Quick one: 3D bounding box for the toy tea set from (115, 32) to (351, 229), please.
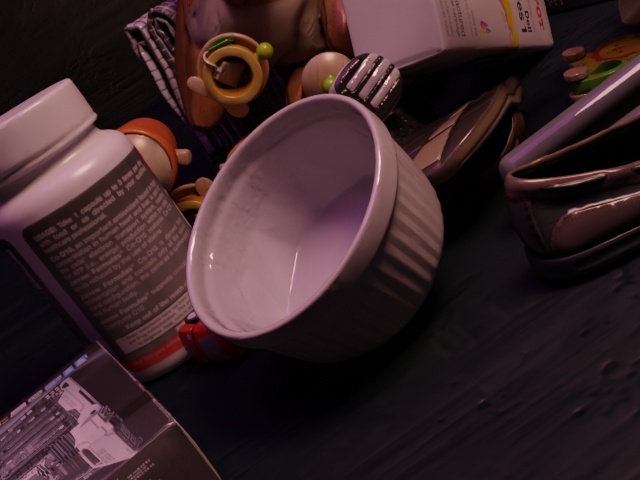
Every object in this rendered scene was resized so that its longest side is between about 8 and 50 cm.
[{"bbox_3d":[-0.109,-0.115,0.948,0.336,0.200,0.124,-40,20,16],"label":"toy tea set"}]

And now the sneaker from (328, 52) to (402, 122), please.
[{"bbox_3d":[-0.002,-0.083,0.859,0.228,0.086,0.132,-49,1,-9],"label":"sneaker"}]

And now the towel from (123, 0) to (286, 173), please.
[{"bbox_3d":[-0.156,-0.273,1.329,0.121,0.283,0.235,-21,22,30],"label":"towel"}]

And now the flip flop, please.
[{"bbox_3d":[0.152,-0.095,0.800,0.112,0.080,0.277,-26,6,28],"label":"flip flop"}]

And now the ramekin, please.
[{"bbox_3d":[0.000,0.000,0.652,0.207,0.109,0.207,-27,47,33],"label":"ramekin"}]

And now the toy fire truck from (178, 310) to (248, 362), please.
[{"bbox_3d":[-0.034,0.041,0.784,0.135,0.047,0.192,-8,32,45],"label":"toy fire truck"}]

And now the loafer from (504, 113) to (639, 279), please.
[{"bbox_3d":[0.254,-0.071,0.574,0.267,0.084,0.096,-32,20,1],"label":"loafer"}]

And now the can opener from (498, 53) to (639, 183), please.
[{"bbox_3d":[0.277,-0.109,0.659,0.280,0.093,0.074,-35,53,1],"label":"can opener"}]

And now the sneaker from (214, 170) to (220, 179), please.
[{"bbox_3d":[-0.112,-0.081,1.148,0.144,0.059,0.053,-36,19,-12],"label":"sneaker"}]

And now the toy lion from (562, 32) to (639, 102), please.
[{"bbox_3d":[0.302,-0.186,0.848,0.096,0.034,0.100,-14,27,23],"label":"toy lion"}]

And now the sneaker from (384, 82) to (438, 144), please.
[{"bbox_3d":[0.087,-0.098,0.922,0.097,0.084,0.234,-56,11,27],"label":"sneaker"}]

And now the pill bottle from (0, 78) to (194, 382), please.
[{"bbox_3d":[-0.224,-0.008,0.826,0.161,0.283,0.161,-27,21,12],"label":"pill bottle"}]

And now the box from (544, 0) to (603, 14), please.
[{"bbox_3d":[0.372,-0.395,1.127,0.156,0.093,0.158,-42,24,-24],"label":"box"}]

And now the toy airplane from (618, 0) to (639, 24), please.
[{"bbox_3d":[0.353,-0.353,0.720,0.384,0.272,0.386,4,4,38],"label":"toy airplane"}]

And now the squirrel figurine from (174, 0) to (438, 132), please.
[{"bbox_3d":[-0.011,-0.337,1.156,0.370,0.281,0.397,0,41,-26],"label":"squirrel figurine"}]

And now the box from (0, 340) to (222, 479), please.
[{"bbox_3d":[-0.248,0.226,0.626,0.307,0.076,0.242,-39,22,-17],"label":"box"}]

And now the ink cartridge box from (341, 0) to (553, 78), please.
[{"bbox_3d":[0.146,-0.302,0.953,0.117,0.201,0.278,-11,4,40],"label":"ink cartridge box"}]
